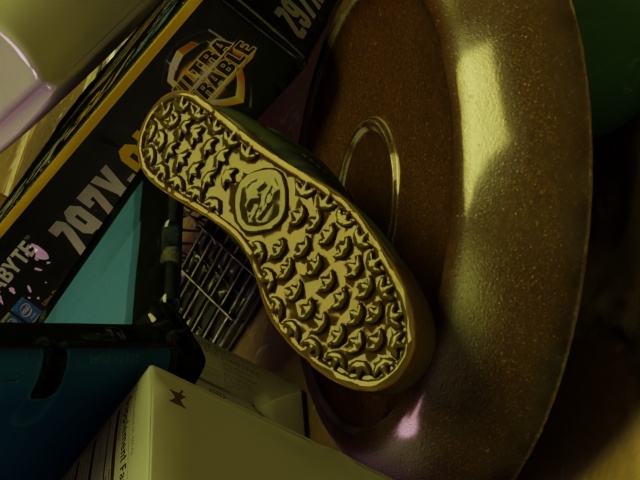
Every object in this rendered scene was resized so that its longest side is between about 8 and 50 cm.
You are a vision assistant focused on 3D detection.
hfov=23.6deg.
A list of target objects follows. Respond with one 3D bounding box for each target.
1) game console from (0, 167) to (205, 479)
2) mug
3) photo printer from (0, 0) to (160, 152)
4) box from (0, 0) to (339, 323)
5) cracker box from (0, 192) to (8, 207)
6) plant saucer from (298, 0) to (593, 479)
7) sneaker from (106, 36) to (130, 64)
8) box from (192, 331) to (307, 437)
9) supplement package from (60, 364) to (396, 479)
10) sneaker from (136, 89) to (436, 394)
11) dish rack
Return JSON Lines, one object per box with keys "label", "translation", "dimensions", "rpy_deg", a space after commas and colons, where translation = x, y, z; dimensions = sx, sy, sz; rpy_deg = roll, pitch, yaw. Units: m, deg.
{"label": "game console", "translation": [-0.196, 0.092, 0.732], "dimensions": [0.293, 0.250, 0.173], "rpy_deg": [-53, 54, 27]}
{"label": "mug", "translation": [0.125, -0.120, 0.758], "dimensions": [0.158, 0.097, 0.129], "rpy_deg": [129, 141, -60]}
{"label": "photo printer", "translation": [-0.194, -0.197, 1.209], "dimensions": [0.256, 0.107, 0.307], "rpy_deg": [-28, 20, 52]}
{"label": "box", "translation": [-0.096, -0.098, 0.978], "dimensions": [0.322, 0.079, 0.257], "rpy_deg": [-43, 17, 36]}
{"label": "cracker box", "translation": [-0.437, 0.043, 1.806], "dimensions": [0.232, 0.155, 0.067], "rpy_deg": [-55, 22, 18]}
{"label": "plant saucer", "translation": [0.042, -0.016, 0.761], "dimensions": [0.310, 0.050, 0.311], "rpy_deg": [-176, 90, -71]}
{"label": "sneaker", "translation": [-0.068, -0.180, 1.328], "dimensions": [0.330, 0.122, 0.146], "rpy_deg": [-50, 40, 27]}
{"label": "box", "translation": [-0.156, 0.180, 0.966], "dimensions": [0.290, 0.169, 0.087], "rpy_deg": [-52, 23, 25]}
{"label": "supplement package", "translation": [-0.044, 0.202, 0.642], "dimensions": [0.203, 0.194, 0.149], "rpy_deg": [-51, 24, 26]}
{"label": "sneaker", "translation": [0.000, 0.000, 0.709], "dimensions": [0.192, 0.086, 0.064], "rpy_deg": [44, 106, 32]}
{"label": "dish rack", "translation": [-0.115, -0.022, 1.202], "dimensions": [0.271, 0.074, 0.208], "rpy_deg": [42, 111, 40]}
